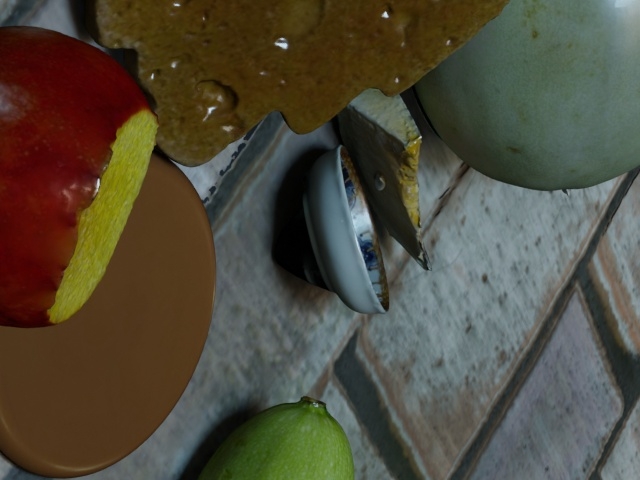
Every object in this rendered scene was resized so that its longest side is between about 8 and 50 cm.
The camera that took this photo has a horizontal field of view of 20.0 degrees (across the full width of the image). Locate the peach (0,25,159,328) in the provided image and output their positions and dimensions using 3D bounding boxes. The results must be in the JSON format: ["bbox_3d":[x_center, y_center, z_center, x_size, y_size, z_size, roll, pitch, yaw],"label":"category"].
[{"bbox_3d":[-0.176,-0.038,1.108,0.190,0.192,0.190,-24,127,-36],"label":"peach"}]

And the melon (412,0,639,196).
[{"bbox_3d":[0.203,-0.188,1.506,0.268,0.268,0.330,-31,133,-45],"label":"melon"}]

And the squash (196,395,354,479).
[{"bbox_3d":[-0.050,0.239,1.418,0.247,0.132,0.132,-62,142,-19],"label":"squash"}]

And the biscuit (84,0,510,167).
[{"bbox_3d":[-0.014,-0.168,1.270,0.301,0.043,0.278,0,128,-16],"label":"biscuit"}]

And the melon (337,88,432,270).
[{"bbox_3d":[0.062,-0.054,1.518,0.054,0.098,0.182,-30,145,-14],"label":"melon"}]

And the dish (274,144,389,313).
[{"bbox_3d":[0.000,0.000,1.469,0.141,0.078,0.141,-15,90,-81],"label":"dish"}]

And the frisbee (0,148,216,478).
[{"bbox_3d":[-0.157,0.052,1.310,0.251,0.021,0.251,-25,122,-48],"label":"frisbee"}]
